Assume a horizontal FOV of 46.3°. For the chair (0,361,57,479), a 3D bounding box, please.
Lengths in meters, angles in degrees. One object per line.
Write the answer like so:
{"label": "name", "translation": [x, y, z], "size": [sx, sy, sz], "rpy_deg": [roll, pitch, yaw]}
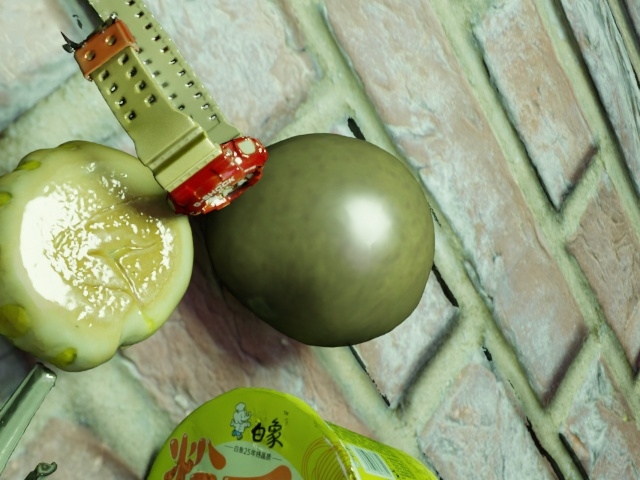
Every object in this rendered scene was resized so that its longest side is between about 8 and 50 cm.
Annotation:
{"label": "chair", "translation": [-0.329, 0.223, 0.535], "size": [0.203, 0.190, 0.274], "rpy_deg": [25, 100, -37]}

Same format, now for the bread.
{"label": "bread", "translation": [-0.217, 0.010, 0.680], "size": [0.213, 0.105, 0.213], "rpy_deg": [11, 75, -46]}

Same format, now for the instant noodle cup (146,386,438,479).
{"label": "instant noodle cup", "translation": [-0.011, 0.316, 0.746], "size": [0.222, 0.312, 0.311], "rpy_deg": [25, 72, -47]}

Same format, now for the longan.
{"label": "longan", "translation": [0.000, 0.000, 0.802], "size": [0.248, 0.248, 0.248], "rpy_deg": [2, 87, -41]}

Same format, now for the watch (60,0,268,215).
{"label": "watch", "translation": [-0.156, -0.148, 0.687], "size": [0.102, 0.165, 0.268], "rpy_deg": [-35, 96, 10]}
